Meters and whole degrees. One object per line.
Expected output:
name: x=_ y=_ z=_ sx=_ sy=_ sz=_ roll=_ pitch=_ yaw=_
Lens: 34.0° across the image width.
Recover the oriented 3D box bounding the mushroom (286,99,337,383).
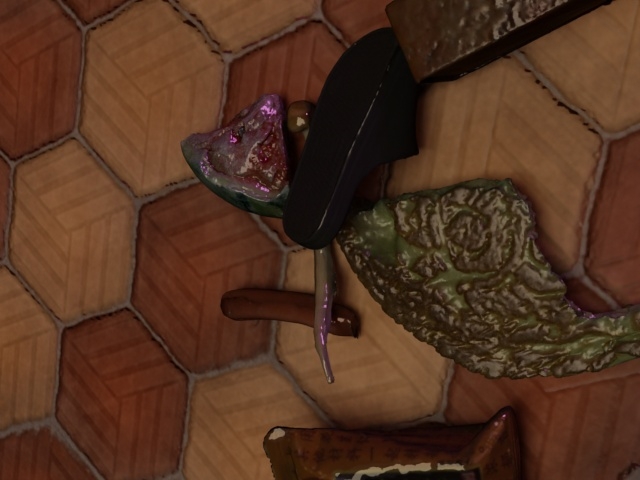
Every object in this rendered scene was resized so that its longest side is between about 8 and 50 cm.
mushroom: x=-0.002 y=0.000 z=1.136 sx=0.043 sy=0.068 sz=0.306 roll=-9 pitch=86 yaw=34

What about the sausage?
sausage: x=-0.038 y=0.081 z=1.192 sx=0.177 sy=0.040 sz=0.047 roll=5 pitch=101 yaw=29

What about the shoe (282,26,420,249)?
shoe: x=0.046 y=-0.097 z=1.078 sx=0.108 sy=0.093 sz=0.241 roll=20 pitch=87 yaw=57

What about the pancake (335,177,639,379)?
pancake: x=0.163 y=0.027 z=1.056 sx=0.377 sy=0.054 sz=0.197 roll=29 pitch=114 yaw=22

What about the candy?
candy: x=0.077 y=0.251 z=1.092 sx=0.271 sy=0.101 sz=0.143 roll=-8 pitch=98 yaw=17

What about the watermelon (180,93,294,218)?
watermelon: x=-0.090 y=-0.105 z=1.169 sx=0.187 sy=0.071 sz=0.139 roll=30 pitch=103 yaw=32

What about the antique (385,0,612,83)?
antique: x=0.215 y=-0.246 z=0.947 sx=0.310 sy=0.093 sz=0.087 roll=-24 pitch=86 yaw=32
